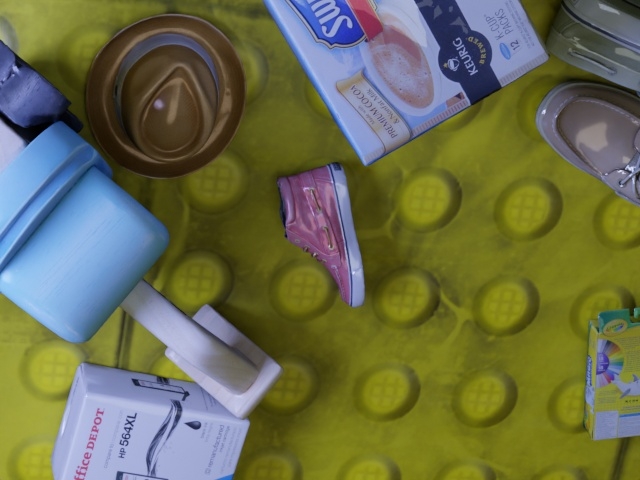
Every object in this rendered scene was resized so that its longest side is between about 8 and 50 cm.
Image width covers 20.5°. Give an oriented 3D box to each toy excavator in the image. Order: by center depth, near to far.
[{"bbox_3d":[-0.236,0.033,1.899,0.445,0.433,0.222,41,86,2],"label":"toy excavator"}]

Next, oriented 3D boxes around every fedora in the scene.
[{"bbox_3d":[-0.166,-0.150,1.948,0.194,0.079,0.194,-5,113,-11],"label":"fedora"}]

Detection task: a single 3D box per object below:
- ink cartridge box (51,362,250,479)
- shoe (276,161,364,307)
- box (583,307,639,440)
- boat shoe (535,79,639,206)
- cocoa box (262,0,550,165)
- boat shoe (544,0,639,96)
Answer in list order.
[{"bbox_3d":[-0.204,0.242,2.107,0.203,0.086,0.148,11,111,-17],"label":"ink cartridge box"},{"bbox_3d":[0.000,0.000,2.061,0.081,0.063,0.178,-12,110,-5],"label":"shoe"},{"bbox_3d":[0.387,0.161,2.224,0.105,0.043,0.179,-5,116,-10],"label":"box"},{"bbox_3d":[0.388,-0.090,2.083,0.302,0.098,0.109,30,104,-22],"label":"boat shoe"},{"bbox_3d":[0.041,-0.301,1.841,0.228,0.231,0.347,-30,116,3],"label":"cocoa box"},{"bbox_3d":[0.400,-0.205,2.046,0.302,0.109,0.094,25,121,-12],"label":"boat shoe"}]
